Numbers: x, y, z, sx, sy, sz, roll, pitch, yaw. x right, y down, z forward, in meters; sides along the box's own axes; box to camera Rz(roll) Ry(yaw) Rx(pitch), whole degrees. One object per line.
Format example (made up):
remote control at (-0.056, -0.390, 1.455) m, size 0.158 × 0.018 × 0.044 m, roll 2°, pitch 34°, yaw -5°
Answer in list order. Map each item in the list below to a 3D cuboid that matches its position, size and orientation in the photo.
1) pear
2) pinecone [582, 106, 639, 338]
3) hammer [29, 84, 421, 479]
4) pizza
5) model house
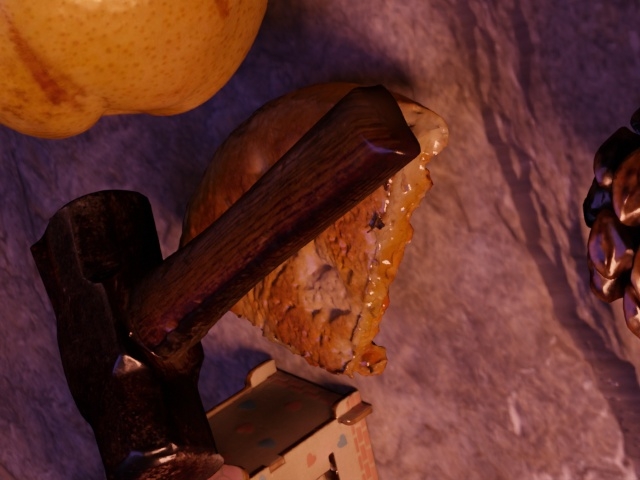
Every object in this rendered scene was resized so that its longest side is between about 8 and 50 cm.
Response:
pear at (-0.180, -0.228, 1.421) m, size 0.314 × 0.314 × 0.314 m, roll 24°, pitch 129°, yaw 34°
pinecone at (0.246, -0.012, 1.208) m, size 0.208 × 0.208 × 0.207 m, roll 24°, pitch 129°, yaw 34°
hammer at (-0.070, 0.008, 1.465) m, size 0.409 × 0.095 × 0.242 m, roll -42°, pitch 57°, yaw 44°
pizza at (0.000, 0.000, 1.527) m, size 0.335 × 0.086 × 0.226 m, roll -30°, pitch 78°, yaw 50°
model house at (-0.059, 0.296, 1.664) m, size 0.169 × 0.244 × 0.326 m, roll 4°, pitch 117°, yaw 38°
